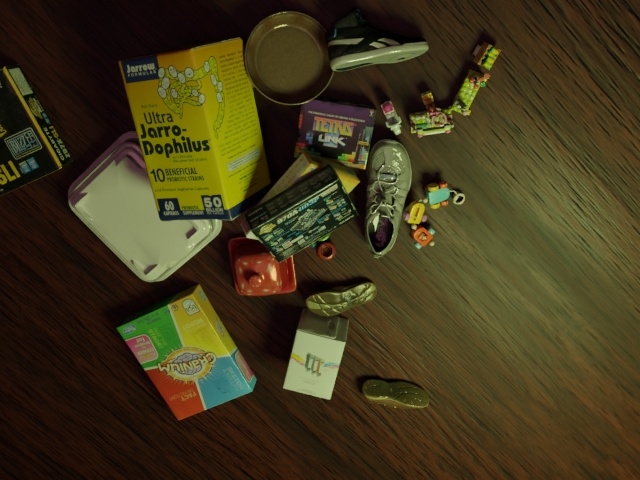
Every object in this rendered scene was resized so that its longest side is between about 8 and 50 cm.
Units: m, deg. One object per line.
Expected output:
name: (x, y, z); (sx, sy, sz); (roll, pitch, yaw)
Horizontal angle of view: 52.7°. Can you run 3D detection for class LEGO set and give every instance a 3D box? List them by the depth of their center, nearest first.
LEGO set: (0.278, -0.303, 1.399); (0.287, 0.107, 0.132); (-29, 105, 16)

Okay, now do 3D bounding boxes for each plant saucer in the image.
plant saucer: (-0.067, -0.396, 1.415); (0.198, 0.036, 0.198); (-1, 98, -10)

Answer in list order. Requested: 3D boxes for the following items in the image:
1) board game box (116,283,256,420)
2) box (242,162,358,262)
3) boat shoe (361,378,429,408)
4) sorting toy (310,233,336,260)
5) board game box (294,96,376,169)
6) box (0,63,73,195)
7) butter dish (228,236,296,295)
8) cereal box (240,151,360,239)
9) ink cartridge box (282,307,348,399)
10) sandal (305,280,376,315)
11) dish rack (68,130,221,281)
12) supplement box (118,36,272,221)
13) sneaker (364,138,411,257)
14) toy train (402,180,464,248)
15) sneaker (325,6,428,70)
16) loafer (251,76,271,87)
board game box: (-0.351, 0.301, 1.718); (0.242, 0.064, 0.316); (-25, 106, 14)
box: (-0.038, -0.055, 1.427); (0.220, 0.051, 0.175); (-31, 149, 3)
boat shoe: (0.196, 0.411, 1.711); (0.178, 0.064, 0.060); (9, 142, 4)
sorting toy: (0.000, 0.000, 1.585); (0.061, 0.042, 0.102); (-16, 97, -5)
board game box: (0.033, -0.247, 1.478); (0.170, 0.048, 0.141); (9, 113, 2)
box: (-0.801, -0.237, 1.555); (0.322, 0.079, 0.257); (-21, 109, 13)
butter dish: (-0.150, 0.078, 1.584); (0.160, 0.118, 0.160); (-4, 111, 8)
cereal box: (-0.047, -0.086, 1.474); (0.240, 0.173, 0.047); (-47, 55, 26)
ink cartridge box: (-0.011, 0.284, 1.642); (0.127, 0.128, 0.176); (15, 111, 0)
sandal: (0.052, 0.140, 1.628); (0.180, 0.049, 0.072); (-16, 115, -4)
dish rack: (-0.441, -0.066, 1.587); (0.285, 0.072, 0.333); (-38, 104, 17)
supplement box: (-0.262, -0.239, 1.410); (0.194, 0.195, 0.356); (-1, 112, 26)
sneaker: (0.156, -0.091, 1.488); (0.105, 0.115, 0.281); (2, 111, 5)
toy train: (0.256, -0.067, 1.528); (0.125, 0.046, 0.166); (32, 102, -33)
sneaker: (0.118, -0.442, 1.380); (0.217, 0.079, 0.121); (-11, 88, -6)
loafer: (-0.168, -0.363, 1.462); (0.125, 0.045, 0.039); (11, 128, 9)
